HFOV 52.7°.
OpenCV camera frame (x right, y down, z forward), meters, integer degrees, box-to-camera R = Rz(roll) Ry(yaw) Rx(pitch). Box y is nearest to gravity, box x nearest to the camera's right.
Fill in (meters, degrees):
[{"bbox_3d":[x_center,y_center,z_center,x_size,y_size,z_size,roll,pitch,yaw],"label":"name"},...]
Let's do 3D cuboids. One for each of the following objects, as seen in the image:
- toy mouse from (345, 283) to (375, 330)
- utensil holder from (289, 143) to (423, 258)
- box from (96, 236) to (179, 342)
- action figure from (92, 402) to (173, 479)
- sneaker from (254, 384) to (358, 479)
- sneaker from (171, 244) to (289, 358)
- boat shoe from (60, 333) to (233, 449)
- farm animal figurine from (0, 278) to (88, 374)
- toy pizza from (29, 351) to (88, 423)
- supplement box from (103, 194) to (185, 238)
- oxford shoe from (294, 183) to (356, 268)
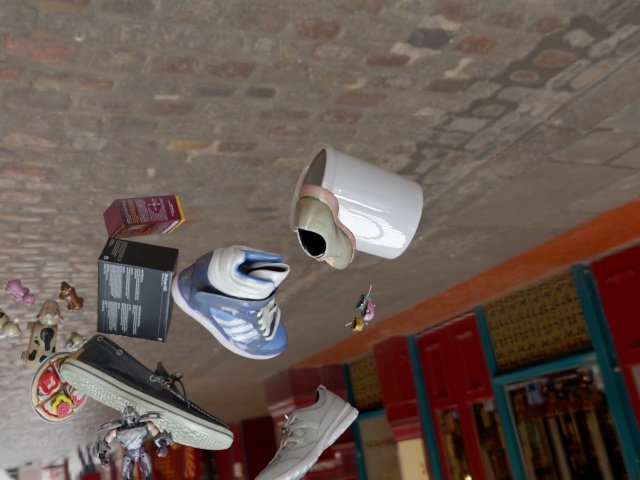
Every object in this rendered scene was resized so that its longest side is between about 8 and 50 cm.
[{"bbox_3d":[0.131,0.198,1.864,0.031,0.143,0.161,22,178,-12],"label":"toy mouse"},{"bbox_3d":[0.127,-0.132,2.317,0.385,0.327,0.327,17,153,-17],"label":"utensil holder"},{"bbox_3d":[-0.477,0.134,1.686,0.184,0.103,0.261,12,127,-6],"label":"box"},{"bbox_3d":[-0.443,0.526,1.557,0.185,0.285,0.099,-6,-172,-4],"label":"action figure"},{"bbox_3d":[-0.048,0.412,1.331,0.281,0.115,0.105,-34,161,-43],"label":"sneaker"},{"bbox_3d":[-0.125,0.129,1.335,0.236,0.130,0.323,-24,130,36],"label":"sneaker"},{"bbox_3d":[-0.449,0.414,1.759,0.500,0.156,0.187,29,142,-4],"label":"boat shoe"},{"bbox_3d":[-0.903,0.272,2.050,0.330,0.326,0.172,-9,-179,-32],"label":"farm animal figurine"},{"bbox_3d":[-0.736,0.420,1.845,0.032,0.201,0.201,-4,167,31],"label":"toy pizza"},{"bbox_3d":[-0.488,-0.066,1.788,0.188,0.080,0.104,-8,165,-41],"label":"supplement box"},{"bbox_3d":[0.000,0.000,1.854,0.140,0.146,0.397,10,154,24],"label":"oxford shoe"}]
